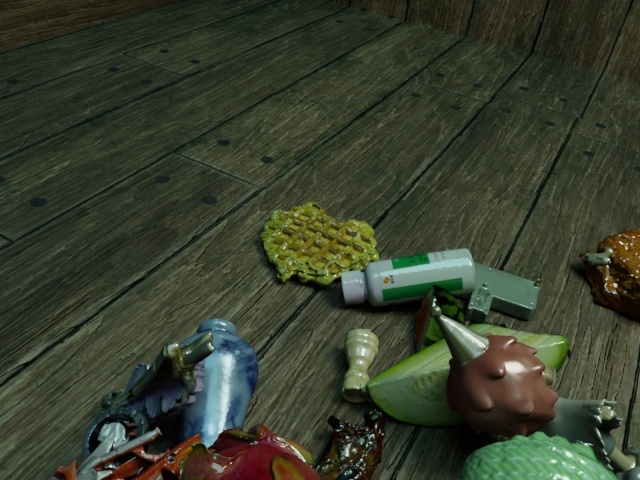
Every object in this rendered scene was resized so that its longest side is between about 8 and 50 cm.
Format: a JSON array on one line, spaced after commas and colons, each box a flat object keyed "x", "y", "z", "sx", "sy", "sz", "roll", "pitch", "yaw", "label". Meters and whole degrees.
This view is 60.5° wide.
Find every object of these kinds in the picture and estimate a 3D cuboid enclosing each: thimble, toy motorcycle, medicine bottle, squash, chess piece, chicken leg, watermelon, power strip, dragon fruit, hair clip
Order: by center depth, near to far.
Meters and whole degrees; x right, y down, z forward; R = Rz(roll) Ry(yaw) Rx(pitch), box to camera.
[{"x": -0.077, "y": 0.374, "z": 0.624, "sx": 0.250, "sy": 0.250, "sz": 0.315, "roll": 12, "pitch": 62, "yaw": 7, "label": "dragon fruit"}, {"x": -0.277, "y": 0.349, "z": 0.664, "sx": 0.171, "sy": 0.089, "sz": 0.298, "roll": 12, "pitch": 49, "yaw": 19, "label": "toy motorcycle"}, {"x": 0.280, "y": 0.361, "z": 0.709, "sx": 0.219, "sy": 0.219, "sz": 0.150, "roll": 18, "pitch": 38, "yaw": 14, "label": "thimble"}, {"x": -0.247, "y": 0.212, "z": 0.801, "sx": 0.085, "sy": 0.292, "sz": 0.106, "roll": 15, "pitch": 51, "yaw": -40, "label": "hair clip"}, {"x": 0.026, "y": 0.336, "z": 0.813, "sx": 0.105, "sy": 0.063, "sz": 0.234, "roll": 18, "pitch": 41, "yaw": 26, "label": "chicken leg"}, {"x": 0.252, "y": 0.244, "z": 0.915, "sx": 0.289, "sy": 0.111, "sz": 0.203, "roll": -20, "pitch": 13, "yaw": -34, "label": "squash"}, {"x": 0.066, "y": 0.220, "z": 0.965, "sx": 0.066, "sy": 0.066, "sz": 0.122, "roll": 10, "pitch": 42, "yaw": 4, "label": "chess piece"}, {"x": 0.211, "y": 0.166, "z": 1.058, "sx": 0.094, "sy": 0.125, "sz": 0.135, "roll": 6, "pitch": 47, "yaw": 50, "label": "watermelon"}, {"x": 0.173, "y": 0.078, "z": 1.102, "sx": 0.260, "sy": 0.095, "sz": 0.095, "roll": -9, "pitch": 39, "yaw": 3, "label": "medicine bottle"}, {"x": 0.340, "y": 0.108, "z": 1.146, "sx": 0.216, "sy": 0.061, "sz": 0.145, "roll": 18, "pitch": 44, "yaw": 15, "label": "power strip"}]

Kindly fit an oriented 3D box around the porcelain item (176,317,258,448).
[{"x": -0.168, "y": 0.244, "z": 0.853, "sx": 0.141, "sy": 0.141, "sz": 0.259, "roll": 2, "pitch": 48, "yaw": -6, "label": "porcelain item"}]

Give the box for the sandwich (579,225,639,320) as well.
[{"x": 0.696, "y": 0.081, "z": 1.199, "sx": 0.212, "sy": 0.109, "sz": 0.292, "roll": -3, "pitch": 36, "yaw": -1, "label": "sandwich"}]

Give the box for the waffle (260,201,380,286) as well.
[{"x": 0.000, "y": 0.002, "z": 1.237, "sx": 0.291, "sy": 0.051, "sz": 0.291, "roll": 3, "pitch": 38, "yaw": -2, "label": "waffle"}]

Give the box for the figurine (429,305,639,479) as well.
[{"x": 0.304, "y": 0.238, "z": 0.830, "sx": 0.387, "sy": 0.207, "sz": 0.166, "roll": 39, "pitch": 46, "yaw": 4, "label": "figurine"}]
